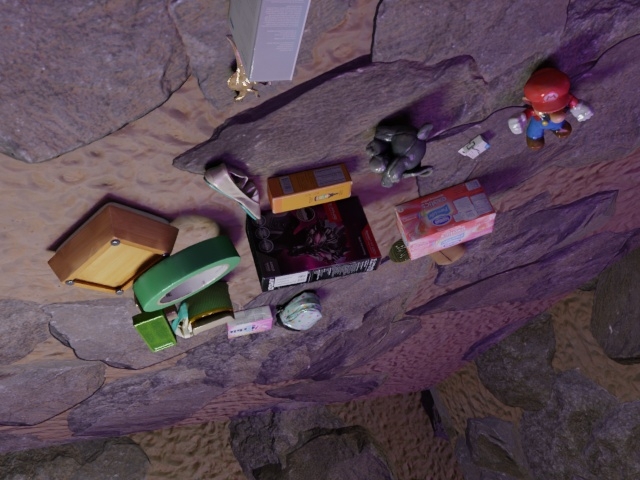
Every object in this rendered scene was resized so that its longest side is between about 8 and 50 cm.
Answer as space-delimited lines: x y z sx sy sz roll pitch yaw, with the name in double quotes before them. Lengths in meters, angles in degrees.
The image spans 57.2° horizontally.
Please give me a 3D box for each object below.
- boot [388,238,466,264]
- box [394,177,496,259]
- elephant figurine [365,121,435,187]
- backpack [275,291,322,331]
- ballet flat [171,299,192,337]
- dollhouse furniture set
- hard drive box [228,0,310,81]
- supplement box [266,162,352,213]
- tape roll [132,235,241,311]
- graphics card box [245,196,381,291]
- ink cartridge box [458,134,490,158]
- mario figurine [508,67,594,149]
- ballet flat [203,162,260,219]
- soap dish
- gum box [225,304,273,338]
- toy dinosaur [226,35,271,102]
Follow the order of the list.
"boot" 0.415 0.047 2.239 0.236 0.089 0.269 -30 150 20
"box" 0.418 -0.069 1.979 0.300 0.154 0.142 -20 150 0
"elephant figurine" 0.237 -0.231 1.639 0.239 0.186 0.169 17 93 -61
"backpack" -0.072 0.285 2.332 0.152 0.115 0.182 16 133 -42
"ballet flat" -0.496 0.308 2.154 0.083 0.087 0.247 -4 147 -26
"dollhouse furniture set" -0.451 0.206 1.934 0.301 0.197 0.151 -20 131 -6
"hard drive box" -0.095 -0.433 1.049 0.089 0.181 0.232 -8 150 -21
"supplement box" -0.031 -0.149 1.667 0.233 0.080 0.078 -11 150 -10
"tape roll" -0.395 0.100 1.750 0.321 0.077 0.321 -31 173 -4
"graphics card box" -0.024 0.006 1.772 0.371 0.233 0.094 -10 150 -14
"ink cartridge box" 0.466 -0.279 1.780 0.083 0.028 0.048 -38 145 31
"mario figurine" 0.638 -0.339 1.627 0.198 0.170 0.320 -58 154 -2
"ballet flat" -0.215 -0.135 1.591 0.086 0.086 0.248 -28 149 15
"soap dish" -0.568 0.033 1.623 0.291 0.118 0.229 -35 147 25
"gum box" -0.279 0.321 2.324 0.188 0.062 0.107 -10 150 -14
"toy dinosaur" -0.157 -0.356 1.271 0.093 0.053 0.183 -11 150 -11
